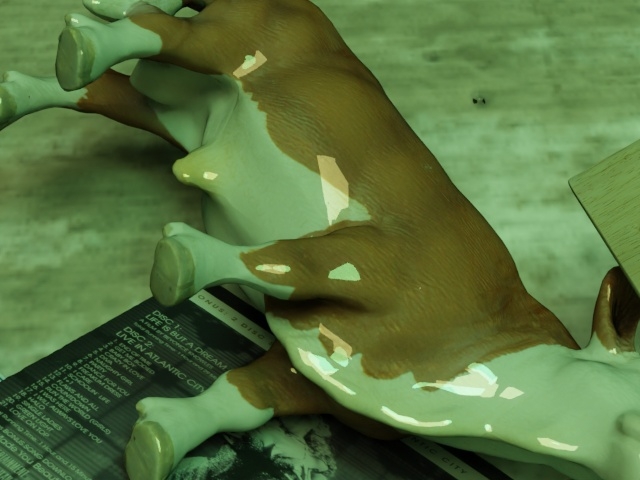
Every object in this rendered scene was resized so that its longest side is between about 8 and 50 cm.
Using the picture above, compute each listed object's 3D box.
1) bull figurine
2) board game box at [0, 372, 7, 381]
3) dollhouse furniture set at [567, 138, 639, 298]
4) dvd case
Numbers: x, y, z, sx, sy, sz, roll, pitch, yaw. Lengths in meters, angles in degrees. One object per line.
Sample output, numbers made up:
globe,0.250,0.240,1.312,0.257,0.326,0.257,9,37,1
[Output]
bull figurine,0.000,0.000,0.421,0.188,0.101,0.310,-1,40,-38
board game box,-0.145,0.217,0.332,0.318,0.066,0.319,36,65,19
dollhouse furniture set,0.194,0.031,0.418,0.123,0.151,0.144,-29,62,7
dvd case,-0.040,0.092,0.365,0.164,0.018,0.221,32,29,15
